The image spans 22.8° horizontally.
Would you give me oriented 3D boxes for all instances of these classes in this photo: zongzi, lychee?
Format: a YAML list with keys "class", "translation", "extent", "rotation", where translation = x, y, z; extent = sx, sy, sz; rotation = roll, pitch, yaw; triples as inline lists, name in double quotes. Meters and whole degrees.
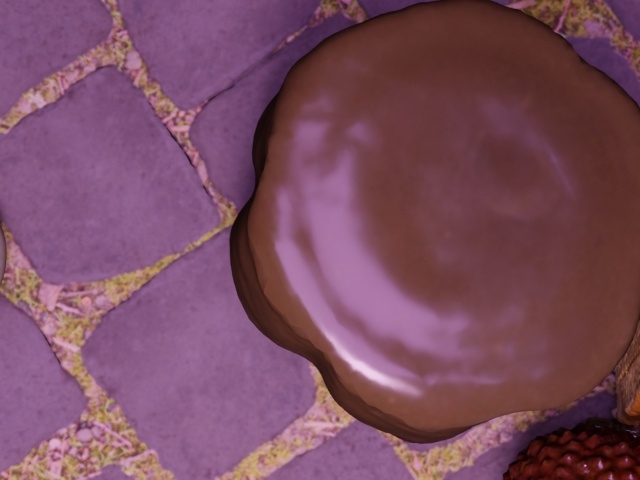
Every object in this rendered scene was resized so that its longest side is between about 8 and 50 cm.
- class: "zongzi"
  translation: [0.338, 0.246, 1.839]
  extent: [0.076, 0.040, 0.083]
  rotation: [5, 107, 6]
- class: "lychee"
  translation: [0.317, 0.342, 1.716]
  extent: [0.276, 0.276, 0.304]
  rotation: [-36, 79, -1]

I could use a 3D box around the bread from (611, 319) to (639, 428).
- class: "bread"
  translation: [0.447, 0.133, 1.726]
  extent: [0.239, 0.246, 0.111]
  rotation: [-1, 73, -1]

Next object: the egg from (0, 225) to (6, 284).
- class: "egg"
  translation: [-0.413, 0.028, 1.791]
  extent: [0.114, 0.114, 0.152]
  rotation: [15, 93, 0]

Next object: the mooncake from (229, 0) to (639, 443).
- class: "mooncake"
  translation: [0.130, -0.017, 1.720]
  extent: [0.467, 0.262, 0.467]
  rotation: [1, 83, -5]
